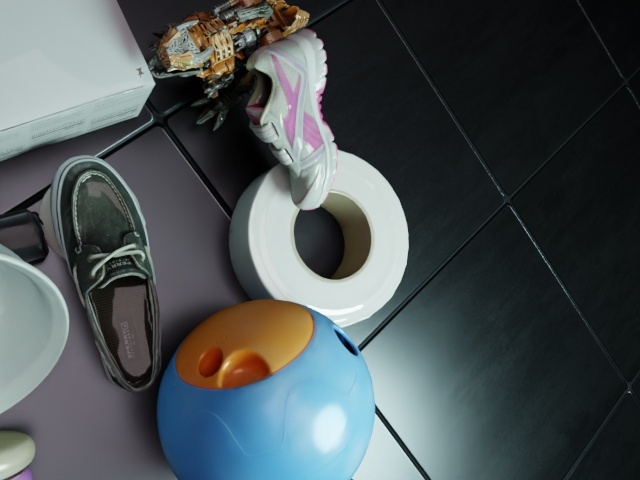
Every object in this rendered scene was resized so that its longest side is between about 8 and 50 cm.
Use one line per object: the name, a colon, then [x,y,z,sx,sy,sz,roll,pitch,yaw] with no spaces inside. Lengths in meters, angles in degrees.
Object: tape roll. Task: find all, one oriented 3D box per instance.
tape roll: [0.000,0.000,1.007,0.286,0.100,0.286,4,81,-26]

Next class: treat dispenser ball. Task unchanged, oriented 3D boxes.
treat dispenser ball: [-0.071,0.222,0.833,0.288,0.288,0.288,4,81,-26]

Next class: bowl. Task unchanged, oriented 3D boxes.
bowl: [-0.461,0.088,0.713,0.297,0.298,0.134,-19,48,-27]

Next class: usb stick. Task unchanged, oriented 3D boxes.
usb stick: [-0.494,0.030,0.790,0.278,0.045,0.077,-20,101,-27]

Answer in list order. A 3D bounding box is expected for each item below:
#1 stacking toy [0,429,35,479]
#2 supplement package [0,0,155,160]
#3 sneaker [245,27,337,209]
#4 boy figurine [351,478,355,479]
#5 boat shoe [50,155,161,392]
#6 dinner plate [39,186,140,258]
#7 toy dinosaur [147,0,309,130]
stacking toy: [-0.413,0.408,0.738,0.141,0.141,0.330,-1,89,-26]
supplement package: [-0.393,-0.239,0.822,0.261,0.145,0.204,-27,95,-27]
sneaker: [-0.050,-0.163,0.878,0.111,0.103,0.252,-14,106,-22]
boy figurine: [0.021,0.513,0.949,0.177,0.092,0.285,-2,84,-27]
boat shoe: [-0.271,0.044,0.841,0.121,0.119,0.335,-19,96,-27]
dinner plate: [-0.329,-0.033,0.896,0.141,0.017,0.141,4,80,-27]
toy dinosaur: [-0.120,-0.281,0.906,0.322,0.218,0.164,-9,80,-43]
